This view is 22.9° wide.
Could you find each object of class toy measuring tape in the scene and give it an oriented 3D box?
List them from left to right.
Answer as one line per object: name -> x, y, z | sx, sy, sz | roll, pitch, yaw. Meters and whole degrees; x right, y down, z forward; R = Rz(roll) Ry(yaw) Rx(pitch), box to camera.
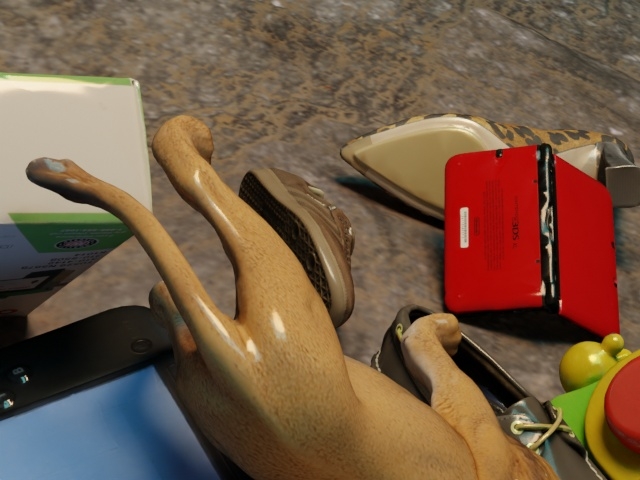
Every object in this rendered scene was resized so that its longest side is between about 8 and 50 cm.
toy measuring tape -> 0.260, 0.155, 0.963 | 0.121, 0.121, 0.330 | -3, 33, -32

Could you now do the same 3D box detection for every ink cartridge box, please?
ink cartridge box -> -0.215, -0.019, 0.926 | 0.160, 0.219, 0.093 | -1, 74, -29

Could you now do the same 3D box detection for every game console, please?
game console -> -0.156, 0.102, 0.764 | 0.250, 0.173, 0.293 | -20, 41, -17
game console -> 0.164, 0.007, 1.230 | 0.124, 0.085, 0.144 | -6, 58, 15

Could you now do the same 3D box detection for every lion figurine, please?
lion figurine -> 0.022, 0.101, 0.822 | 0.392, 0.142, 0.240 | 29, 21, -30

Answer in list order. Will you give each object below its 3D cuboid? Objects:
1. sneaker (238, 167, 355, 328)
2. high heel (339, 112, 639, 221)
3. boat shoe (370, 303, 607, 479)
sneaker -> 0.000, 0.000, 1.164 | 0.071, 0.066, 0.188 | 3, 31, -26
high heel -> 0.148, -0.065, 1.377 | 0.261, 0.093, 0.186 | 7, 9, 2
boat shoe -> 0.115, 0.125, 0.997 | 0.081, 0.069, 0.227 | -12, 39, -42
